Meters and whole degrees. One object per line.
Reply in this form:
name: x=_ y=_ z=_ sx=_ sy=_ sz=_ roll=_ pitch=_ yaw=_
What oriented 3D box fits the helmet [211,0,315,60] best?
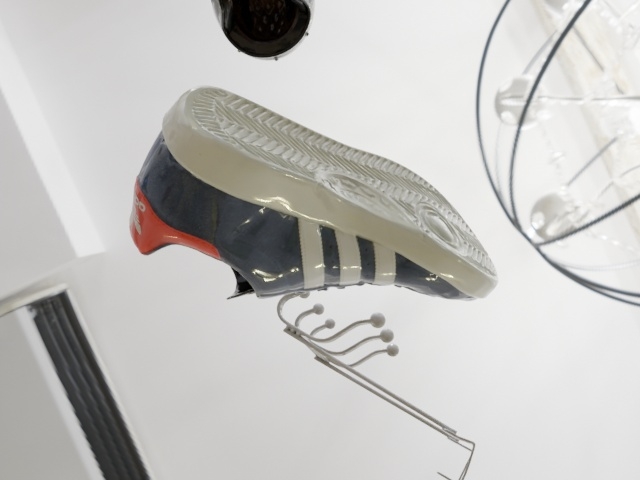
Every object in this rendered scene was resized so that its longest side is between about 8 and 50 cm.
helmet: x=-0.085 y=-0.359 z=1.047 sx=0.169 sy=0.161 sz=0.169 roll=-6 pitch=-122 yaw=10

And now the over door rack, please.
over door rack: x=0.098 y=0.195 z=0.991 sx=0.324 sy=0.239 sz=0.108 roll=40 pitch=-97 yaw=21

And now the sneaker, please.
sneaker: x=0.000 y=0.000 z=0.610 sx=0.350 sy=0.131 sz=0.148 roll=23 pitch=-59 yaw=-30
